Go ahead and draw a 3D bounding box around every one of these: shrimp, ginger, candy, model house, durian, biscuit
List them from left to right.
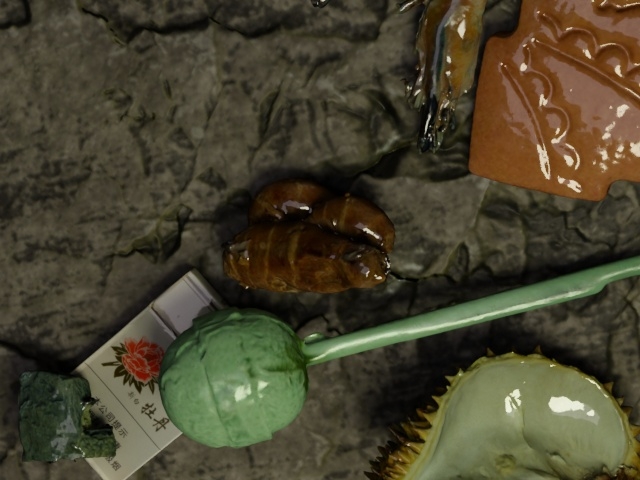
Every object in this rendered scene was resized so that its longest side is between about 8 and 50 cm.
[{"bbox_3d":[-0.227,0.155,1.596,0.079,0.066,0.083,-7,84,25],"label":"model house"},{"bbox_3d":[0.000,0.000,1.526,0.162,0.103,0.073,7,147,30],"label":"ginger"},{"bbox_3d":[0.064,-0.182,1.495,0.152,0.046,0.219,5,99,9],"label":"shrimp"},{"bbox_3d":[0.075,0.071,1.516,0.440,0.119,0.119,-16,99,2],"label":"candy"},{"bbox_3d":[0.147,0.179,1.503,0.252,0.139,0.144,9,134,-17],"label":"durian"},{"bbox_3d":[0.248,-0.141,1.470,0.306,0.043,0.284,-36,93,16],"label":"biscuit"}]

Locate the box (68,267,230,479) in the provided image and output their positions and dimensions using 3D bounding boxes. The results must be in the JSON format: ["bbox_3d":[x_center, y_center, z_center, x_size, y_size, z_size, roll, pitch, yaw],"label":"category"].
[{"bbox_3d":[-0.151,0.125,1.612,0.198,0.029,0.109,-40,93,17],"label":"box"}]
